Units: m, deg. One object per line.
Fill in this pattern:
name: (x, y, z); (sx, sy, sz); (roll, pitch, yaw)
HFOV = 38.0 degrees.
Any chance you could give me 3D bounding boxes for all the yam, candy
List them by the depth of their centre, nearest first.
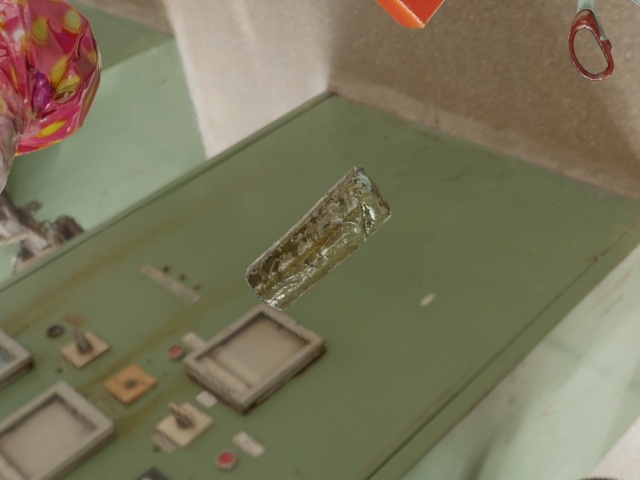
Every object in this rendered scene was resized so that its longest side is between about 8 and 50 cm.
candy: (-0.210, -0.035, 0.572); (0.124, 0.124, 0.365); (90, 179, -46)
yam: (0.000, 0.000, 0.763); (0.054, 0.132, 0.054); (48, -176, -4)

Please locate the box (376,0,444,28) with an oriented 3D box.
box: (0.084, -0.260, 0.535); (0.139, 0.245, 0.035); (37, 180, -24)

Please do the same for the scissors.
scissors: (0.291, -0.313, 1.046); (0.144, 0.017, 0.248); (-38, 92, 16)
